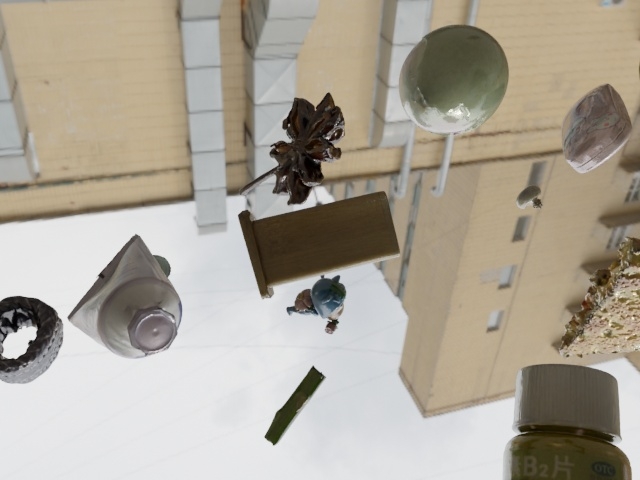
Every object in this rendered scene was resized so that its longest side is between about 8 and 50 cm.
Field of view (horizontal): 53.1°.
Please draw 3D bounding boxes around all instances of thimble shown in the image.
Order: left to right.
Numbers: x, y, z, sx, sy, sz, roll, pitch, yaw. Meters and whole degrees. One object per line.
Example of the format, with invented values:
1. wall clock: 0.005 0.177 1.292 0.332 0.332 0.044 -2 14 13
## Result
1. thimble: -0.392 0.129 0.832 0.095 0.066 0.104 24 -123 6

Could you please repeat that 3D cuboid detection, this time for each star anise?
1. star anise: -0.039 -0.138 0.969 0.073 0.177 0.234 24 175 -37

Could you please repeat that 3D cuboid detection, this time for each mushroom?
1. mushroom: 0.649 -0.125 1.971 0.079 0.085 0.085 48 -133 6

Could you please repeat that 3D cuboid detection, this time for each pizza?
1. pizza: 0.781 0.177 1.664 0.440 0.406 0.130 39 -144 -25

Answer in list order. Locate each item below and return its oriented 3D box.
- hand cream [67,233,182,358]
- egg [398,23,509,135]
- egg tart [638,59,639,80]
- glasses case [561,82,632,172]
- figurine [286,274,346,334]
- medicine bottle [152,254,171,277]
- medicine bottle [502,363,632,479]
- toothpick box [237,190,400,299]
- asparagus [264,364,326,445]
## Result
1. hand cream: -0.134 0.042 0.445 0.084 0.053 0.142 -52 -151 -11
2. egg: 0.223 -0.272 1.100 0.183 0.183 0.217 23 -145 24
3. egg tart: 0.604 -0.235 0.829 0.169 0.387 0.387 -2 -145 -23
4. glasses case: 0.503 -0.211 1.176 0.075 0.113 0.297 42 -148 -4
5. figurine: 0.003 0.176 1.723 0.178 0.144 0.114 -22 -165 34
6. medicine bottle: -0.363 0.089 1.354 0.074 0.218 0.073 7 -110 -19
7. medicine bottle: 0.449 0.437 1.170 0.225 0.224 0.384 8 -115 6
8. toothpick box: 0.000 0.000 1.386 0.308 0.190 0.187 -14 177 -1
9. asparagus: -0.053 0.341 1.323 0.045 0.041 0.178 28 -106 39
